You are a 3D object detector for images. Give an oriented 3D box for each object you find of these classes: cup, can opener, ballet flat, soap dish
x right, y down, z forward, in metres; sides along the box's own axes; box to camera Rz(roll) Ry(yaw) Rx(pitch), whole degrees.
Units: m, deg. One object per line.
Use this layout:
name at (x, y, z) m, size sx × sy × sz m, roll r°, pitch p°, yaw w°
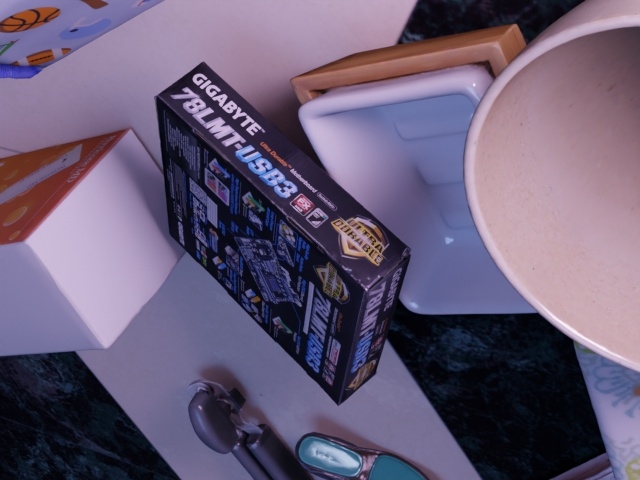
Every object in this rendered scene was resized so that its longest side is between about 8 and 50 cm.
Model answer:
cup at (0.305, -0.083, 0.948) m, size 0.331 × 0.237 × 0.331 m, roll 20°, pitch 137°, yaw 19°
can opener at (-0.103, 0.302, 1.783) m, size 0.074 × 0.093 × 0.280 m, roll -11°, pitch 128°, yaw 42°
ballet flat at (0.062, 0.313, 1.692) m, size 0.203 × 0.074 × 0.074 m, roll 22°, pitch 141°, yaw 7°
soap dish at (0.133, -0.064, 1.194) m, size 0.229 × 0.118 × 0.291 m, roll -5°, pitch 127°, yaw 39°

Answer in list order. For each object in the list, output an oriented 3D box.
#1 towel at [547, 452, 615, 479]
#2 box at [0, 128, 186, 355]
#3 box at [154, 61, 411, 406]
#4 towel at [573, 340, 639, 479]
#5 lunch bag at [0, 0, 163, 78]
towel at (0.394, 0.407, 1.552) m, size 0.332 × 0.053 × 0.317 m, roll 42°, pitch 142°, yaw -8°
box at (-0.358, 0.012, 1.556) m, size 0.345 × 0.215 × 0.168 m, roll -8°, pitch 125°, yaw 40°
box at (-0.047, 0.002, 1.310) m, size 0.293 × 0.073 × 0.295 m, roll 42°, pitch 157°, yaw 18°
towel at (0.414, 0.134, 1.149) m, size 0.320 × 0.090 × 0.374 m, roll -11°, pitch 122°, yaw 19°
lunch bag at (-0.246, -0.362, 1.018) m, size 0.327 × 0.239 × 0.386 m, roll -22°, pitch 86°, yaw 33°
